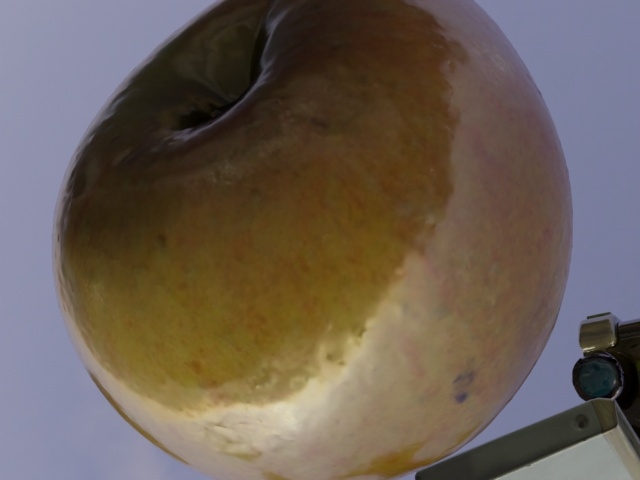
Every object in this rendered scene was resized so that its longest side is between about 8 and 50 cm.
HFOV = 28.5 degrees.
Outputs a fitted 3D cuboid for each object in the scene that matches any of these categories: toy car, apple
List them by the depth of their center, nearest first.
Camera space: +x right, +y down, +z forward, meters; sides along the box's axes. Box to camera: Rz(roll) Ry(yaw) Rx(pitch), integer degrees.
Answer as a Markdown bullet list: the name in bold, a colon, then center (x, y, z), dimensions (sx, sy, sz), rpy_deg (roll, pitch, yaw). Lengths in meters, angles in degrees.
- **apple**: center (0.000, 0.000, 0.435), dimensions (0.182, 0.155, 0.182), rpy_deg (-25, -145, 19)
- **toy car**: center (0.406, 0.193, 1.434), dimensions (0.198, 0.204, 0.247), rpy_deg (-14, -107, 20)

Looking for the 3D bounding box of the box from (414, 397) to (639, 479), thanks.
- **box**: center (0.217, 0.250, 1.187), dimensions (0.211, 0.270, 0.045), rpy_deg (-26, -131, 14)
